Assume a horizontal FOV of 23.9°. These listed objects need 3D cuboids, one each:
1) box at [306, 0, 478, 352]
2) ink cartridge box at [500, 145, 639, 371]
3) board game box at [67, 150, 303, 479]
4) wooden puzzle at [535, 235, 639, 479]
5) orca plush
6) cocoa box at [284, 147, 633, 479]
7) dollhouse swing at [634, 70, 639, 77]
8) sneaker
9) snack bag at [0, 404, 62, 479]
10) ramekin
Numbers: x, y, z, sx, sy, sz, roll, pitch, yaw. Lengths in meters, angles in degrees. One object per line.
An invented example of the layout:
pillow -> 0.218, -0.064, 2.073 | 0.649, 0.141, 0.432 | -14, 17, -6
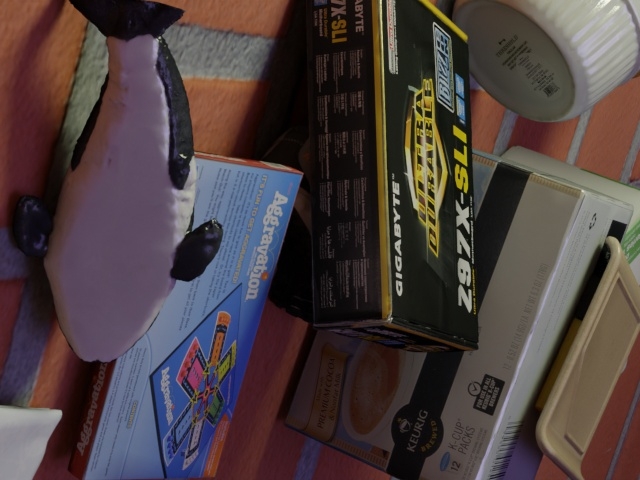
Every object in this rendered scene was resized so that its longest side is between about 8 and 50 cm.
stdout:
box -> 0.071, -0.065, 1.396 | 0.257, 0.079, 0.322 | 24, 63, -67
ink cartridge box -> 0.292, 0.049, 1.908 | 0.117, 0.201, 0.278 | -40, 143, -44
board game box -> -0.111, 0.065, 1.262 | 0.145, 0.027, 0.281 | 8, 103, -43
wooden puzzle -> 0.288, 0.133, 1.633 | 0.239, 0.044, 0.221 | -69, 156, -11
orca plush -> -0.159, -0.056, 1.129 | 0.151, 0.102, 0.287 | -10, 118, -8
cocoa box -> 0.152, 0.079, 1.628 | 0.231, 0.228, 0.347 | 9, 101, -66
dollhouse swing -> 0.471, -0.379, 1.813 | 0.315, 0.305, 0.347 | -50, 148, -32
sneaker -> 0.000, 0.000, 1.430 | 0.108, 0.100, 0.271 | -60, 154, -27
snack bag -> -0.322, 0.267, 1.048 | 0.342, 0.037, 0.323 | -68, 160, -1
ramekin -> 0.235, -0.222, 1.599 | 0.109, 0.207, 0.207 | -45, 147, -24
